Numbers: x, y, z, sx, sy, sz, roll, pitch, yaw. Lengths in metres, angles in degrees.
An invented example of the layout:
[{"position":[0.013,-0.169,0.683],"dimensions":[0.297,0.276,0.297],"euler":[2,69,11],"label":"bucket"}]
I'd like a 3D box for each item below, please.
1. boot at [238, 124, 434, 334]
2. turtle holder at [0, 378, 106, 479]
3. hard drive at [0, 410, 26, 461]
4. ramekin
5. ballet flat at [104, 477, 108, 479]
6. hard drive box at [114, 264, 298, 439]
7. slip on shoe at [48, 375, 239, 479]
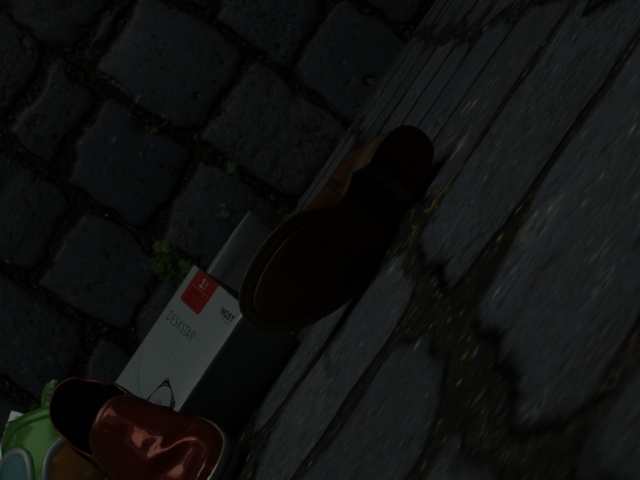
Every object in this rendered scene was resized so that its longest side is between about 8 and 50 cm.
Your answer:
[{"position":[0.000,0.000,1.438],"dimensions":[0.283,0.109,0.220],"euler":[-55,5,-17],"label":"boot"},{"position":[-0.385,0.379,1.977],"dimensions":[0.320,0.243,0.227],"euler":[-27,46,29],"label":"turtle holder"},{"position":[-0.473,0.473,2.143],"dimensions":[0.233,0.047,0.353],"euler":[37,-115,-58],"label":"hard drive"},{"position":[-0.145,0.093,2.252],"dimensions":[0.273,0.127,0.273],"euler":[-56,4,6],"label":"ramekin"},{"position":[-0.244,0.303,1.815],"dimensions":[0.280,0.096,0.095],"euler":[-81,3,-48],"label":"ballet flat"},{"position":[-0.156,0.170,1.621],"dimensions":[0.232,0.089,0.181],"euler":[-56,31,-2],"label":"hard drive box"},{"position":[-0.203,0.224,1.457],"dimensions":[0.331,0.101,0.123],"euler":[16,74,53],"label":"slip on shoe"}]
